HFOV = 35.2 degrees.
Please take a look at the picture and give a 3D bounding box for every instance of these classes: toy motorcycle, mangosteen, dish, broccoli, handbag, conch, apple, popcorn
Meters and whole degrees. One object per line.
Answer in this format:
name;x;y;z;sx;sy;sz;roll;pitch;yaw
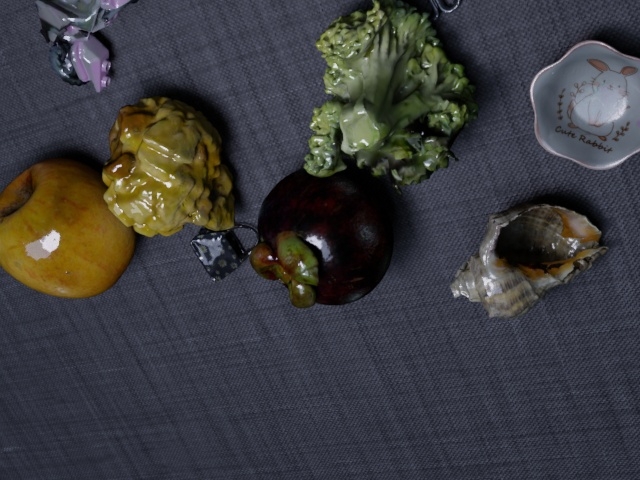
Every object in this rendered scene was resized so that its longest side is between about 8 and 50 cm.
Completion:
toy motorcycle;-0.443;-0.426;1.949;0.188;0.143;0.327;20;133;10
mangosteen;0.000;0.000;1.940;0.288;0.288;0.288;11;123;16
dish;0.473;-0.238;1.723;0.229;0.081;0.229;10;119;17
broccoli;0.117;-0.238;1.742;0.293;0.281;0.348;12;125;16
handbag;-0.192;0.010;2.167;0.139;0.072;0.115;-23;108;18
conch;0.374;0.027;1.886;0.291;0.159;0.210;-21;105;-9
apple;-0.548;-0.020;2.163;0.299;0.299;0.275;-22;138;32
popcorn;-0.294;-0.126;2.004;0.225;0.265;0.332;10;149;52

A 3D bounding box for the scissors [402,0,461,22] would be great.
scissors;0.140;-0.514;1.724;0.109;0.022;0.300;-23;108;28
